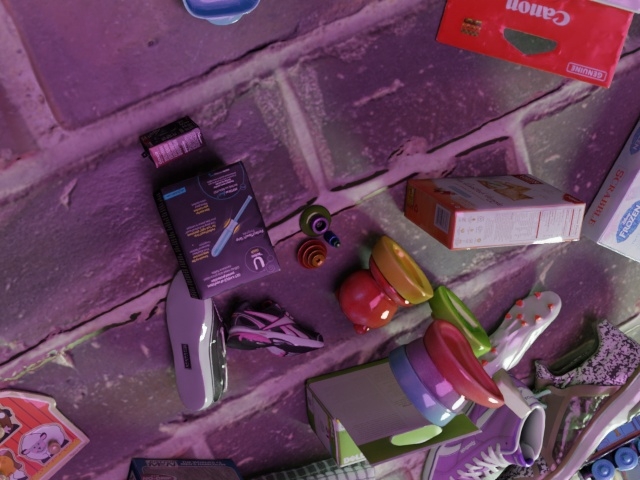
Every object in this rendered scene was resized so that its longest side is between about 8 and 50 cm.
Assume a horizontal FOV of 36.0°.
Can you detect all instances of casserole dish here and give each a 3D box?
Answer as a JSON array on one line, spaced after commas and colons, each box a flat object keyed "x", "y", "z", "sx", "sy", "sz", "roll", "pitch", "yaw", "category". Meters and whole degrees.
[{"x": -0.137, "y": -0.378, "z": 1.283, "sx": 0.114, "sy": 0.037, "sz": 0.188, "roll": -12, "pitch": 116, "yaw": -19, "category": "casserole dish"}]

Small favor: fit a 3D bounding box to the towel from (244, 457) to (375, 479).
[{"x": -0.016, "y": 0.514, "z": 1.643, "sx": 0.235, "sy": 0.121, "sz": 0.283, "roll": -10, "pitch": 103, "yaw": -21, "category": "towel"}]

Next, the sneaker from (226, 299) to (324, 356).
[{"x": -0.064, "y": 0.130, "z": 1.508, "sx": 0.178, "sy": 0.072, "sz": 0.077, "roll": 18, "pitch": 62, "yaw": -46, "category": "sneaker"}]

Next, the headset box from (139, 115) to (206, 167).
[{"x": -0.205, "y": -0.133, "z": 1.339, "sx": 0.083, "sy": 0.062, "sz": 0.032, "roll": -27, "pitch": 118, "yaw": -12, "category": "headset box"}]

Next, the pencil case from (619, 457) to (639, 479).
[{"x": 0.729, "y": 0.427, "z": 1.948, "sx": 0.273, "sy": 0.113, "sz": 0.124, "roll": -19, "pitch": 122, "yaw": -15, "category": "pencil case"}]

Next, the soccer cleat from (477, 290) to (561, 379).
[{"x": 0.340, "y": 0.165, "z": 1.705, "sx": 0.196, "sy": 0.068, "sz": 0.076, "roll": -43, "pitch": 136, "yaw": -1, "category": "soccer cleat"}]

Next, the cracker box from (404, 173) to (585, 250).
[{"x": 0.268, "y": -0.048, "z": 1.527, "sx": 0.232, "sy": 0.156, "sz": 0.067, "roll": -4, "pitch": 112, "yaw": -23, "category": "cracker box"}]

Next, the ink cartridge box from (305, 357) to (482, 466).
[{"x": 0.109, "y": 0.293, "z": 1.540, "sx": 0.189, "sy": 0.255, "sz": 0.097, "roll": -13, "pitch": 115, "yaw": -18, "category": "ink cartridge box"}]

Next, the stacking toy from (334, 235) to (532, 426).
[{"x": 0.166, "y": 0.172, "z": 1.519, "sx": 0.130, "sy": 0.309, "sz": 0.279, "roll": -40, "pitch": 137, "yaw": 14, "category": "stacking toy"}]

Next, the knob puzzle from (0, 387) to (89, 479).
[{"x": -0.460, "y": 0.297, "z": 1.426, "sx": 0.213, "sy": 0.030, "sz": 0.213, "roll": -9, "pitch": 114, "yaw": -20, "category": "knob puzzle"}]

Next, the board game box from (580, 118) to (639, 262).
[{"x": 0.651, "y": -0.094, "z": 1.726, "sx": 0.318, "sy": 0.066, "sz": 0.318, "roll": 22, "pitch": 101, "yaw": -30, "category": "board game box"}]

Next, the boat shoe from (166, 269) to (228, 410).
[{"x": -0.178, "y": 0.141, "z": 1.466, "sx": 0.070, "sy": 0.078, "sz": 0.219, "roll": -19, "pitch": 113, "yaw": -52, "category": "boat shoe"}]

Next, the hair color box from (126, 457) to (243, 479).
[{"x": -0.242, "y": 0.524, "z": 1.572, "sx": 0.174, "sy": 0.105, "sz": 0.347, "roll": 6, "pitch": 107, "yaw": -26, "category": "hair color box"}]

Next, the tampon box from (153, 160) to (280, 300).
[{"x": -0.145, "y": -0.013, "z": 1.362, "sx": 0.120, "sy": 0.101, "sz": 0.161, "roll": -20, "pitch": 95, "yaw": -14, "category": "tampon box"}]

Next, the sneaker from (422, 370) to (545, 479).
[{"x": 0.286, "y": 0.376, "z": 1.709, "sx": 0.102, "sy": 0.161, "sz": 0.282, "roll": 20, "pitch": 103, "yaw": -30, "category": "sneaker"}]

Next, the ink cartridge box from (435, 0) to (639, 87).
[{"x": 0.323, "y": -0.365, "z": 1.402, "sx": 0.275, "sy": 0.060, "sz": 0.238, "roll": 16, "pitch": 105, "yaw": 5, "category": "ink cartridge box"}]

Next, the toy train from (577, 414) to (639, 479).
[{"x": 0.559, "y": 0.385, "z": 1.866, "sx": 0.184, "sy": 0.105, "sz": 0.080, "roll": -28, "pitch": 163, "yaw": 1, "category": "toy train"}]

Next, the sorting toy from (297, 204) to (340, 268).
[{"x": 0.000, "y": 0.000, "z": 1.496, "sx": 0.061, "sy": 0.042, "sz": 0.102, "roll": -1, "pitch": 111, "yaw": -23, "category": "sorting toy"}]

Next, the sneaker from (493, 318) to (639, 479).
[{"x": 0.429, "y": 0.302, "z": 1.783, "sx": 0.410, "sy": 0.158, "sz": 0.182, "roll": -45, "pitch": 88, "yaw": 3, "category": "sneaker"}]
